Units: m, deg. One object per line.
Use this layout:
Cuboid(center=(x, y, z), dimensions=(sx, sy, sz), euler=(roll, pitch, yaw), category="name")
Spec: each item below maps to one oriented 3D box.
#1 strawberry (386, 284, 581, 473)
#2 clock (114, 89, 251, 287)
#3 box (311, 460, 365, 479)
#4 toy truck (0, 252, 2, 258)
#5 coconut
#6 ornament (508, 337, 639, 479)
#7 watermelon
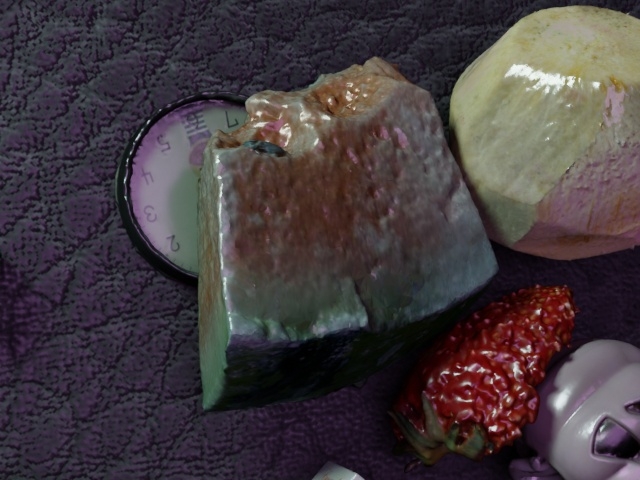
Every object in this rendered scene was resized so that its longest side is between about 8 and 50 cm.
Cuboid(center=(0.134, 0.104, 0.973), dimensions=(0.087, 0.167, 0.208), euler=(45, 53, -21), category="strawberry")
Cuboid(center=(-0.093, -0.047, 0.979), dimensions=(0.184, 0.040, 0.185), euler=(1, 84, -14), category="clock")
Cuboid(center=(0.061, 0.265, 0.958), dimensions=(0.152, 0.100, 0.048), euler=(41, 79, -7), category="box")
Cuboid(center=(-0.347, 0.009, 0.891), dimensions=(0.147, 0.079, 0.065), euler=(22, 81, -12), category="toy truck")
Cuboid(center=(0.225, -0.091, 0.991), dimensions=(0.236, 0.237, 0.197), euler=(-5, 45, -14), category="coconut")
Cuboid(center=(0.253, 0.182, 0.977), dimensions=(0.177, 0.177, 0.178), euler=(1, 84, -14), category="ornament")
Cuboid(center=(0.008, 0.008, 0.903), dimensions=(0.264, 0.151, 0.302), euler=(-14, 101, -27), category="watermelon")
